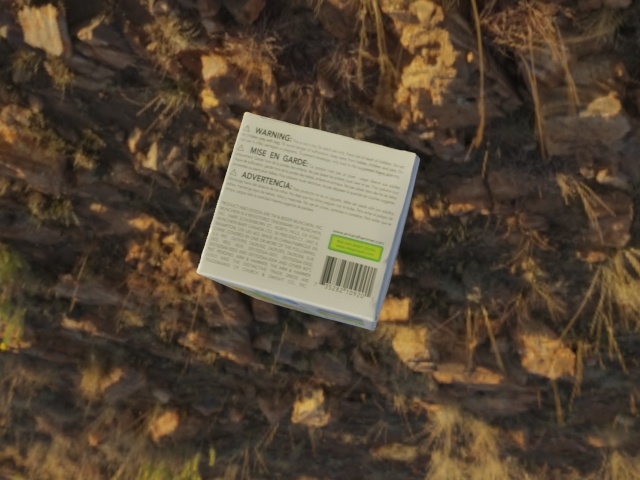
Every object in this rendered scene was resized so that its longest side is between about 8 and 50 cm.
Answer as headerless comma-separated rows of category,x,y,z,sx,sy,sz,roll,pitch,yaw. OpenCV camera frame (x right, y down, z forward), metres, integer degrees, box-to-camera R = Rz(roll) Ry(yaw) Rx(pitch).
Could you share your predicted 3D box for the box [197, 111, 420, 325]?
box,0.000,0.000,0.493,0.114,0.103,0.203,15,172,7
